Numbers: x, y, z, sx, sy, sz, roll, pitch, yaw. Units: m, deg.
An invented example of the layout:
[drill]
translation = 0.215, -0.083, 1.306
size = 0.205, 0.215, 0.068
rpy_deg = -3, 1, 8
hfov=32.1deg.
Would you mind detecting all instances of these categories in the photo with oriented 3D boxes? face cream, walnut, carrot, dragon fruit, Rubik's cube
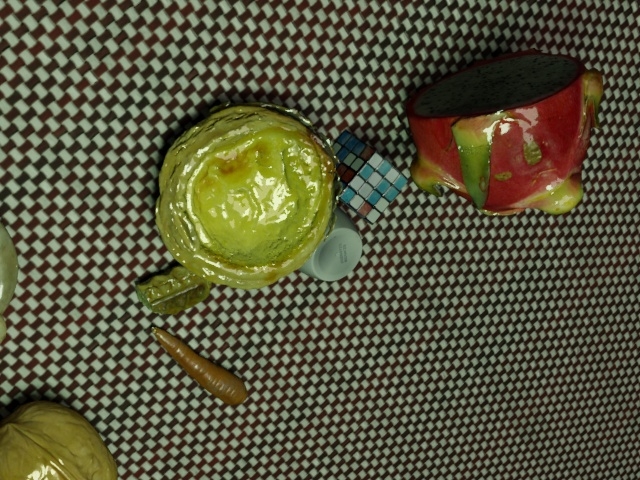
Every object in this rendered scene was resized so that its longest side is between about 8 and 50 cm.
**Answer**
[face cream]
translation = 0.000, 0.000, 1.705
size = 0.117, 0.104, 0.117
rpy_deg = -15, 122, -26
[walnut]
translation = -0.390, 0.338, 1.589
size = 0.193, 0.193, 0.225
rpy_deg = -27, 124, -19
[carrot]
translation = -0.191, 0.194, 1.731
size = 0.048, 0.048, 0.216
rpy_deg = -48, 125, -2
[dragon fruit]
translation = 0.288, -0.141, 1.689
size = 0.305, 0.305, 0.225
rpy_deg = -25, 116, -20
[Rubik's cube]
translation = 0.059, -0.096, 1.699
size = 0.092, 0.092, 0.092
rpy_deg = -52, 130, 1

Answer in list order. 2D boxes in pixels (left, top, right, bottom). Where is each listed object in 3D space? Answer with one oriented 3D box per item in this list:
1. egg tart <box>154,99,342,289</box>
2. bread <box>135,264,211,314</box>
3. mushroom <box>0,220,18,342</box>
[egg tart]
translation = -0.107, -0.067, 1.592
size = 0.279, 0.095, 0.278
rpy_deg = -5, 104, -22
[bread]
translation = -0.211, 0.072, 1.640
size = 0.110, 0.060, 0.066
rpy_deg = -24, 96, -21
[mushroom]
translation = -0.479, 0.059, 1.378
size = 0.206, 0.209, 0.206
rpy_deg = -3, 130, -4
